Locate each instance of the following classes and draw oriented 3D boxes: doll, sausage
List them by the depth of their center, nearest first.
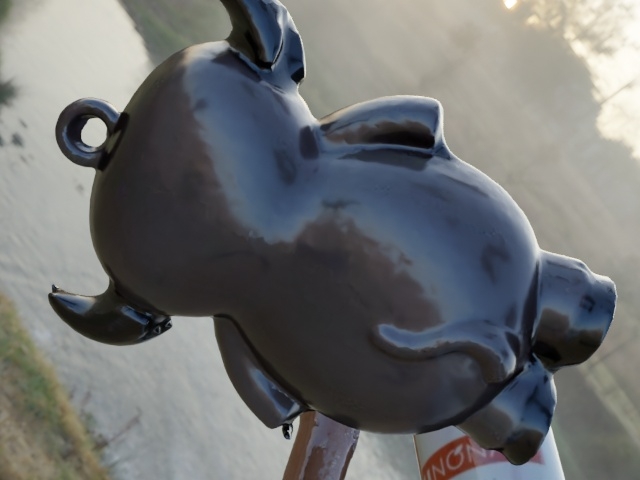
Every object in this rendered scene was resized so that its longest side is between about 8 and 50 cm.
[{"bbox_3d":[0.001,0.001,0.540,0.257,0.182,0.117,27,12,1],"label":"doll"},{"bbox_3d":[-0.009,0.155,0.691,0.043,0.043,0.186,46,48,-38],"label":"sausage"}]

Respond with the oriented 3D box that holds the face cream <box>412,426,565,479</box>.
[{"bbox_3d":[0.119,0.166,0.827,0.102,0.102,0.345,45,25,-41],"label":"face cream"}]
